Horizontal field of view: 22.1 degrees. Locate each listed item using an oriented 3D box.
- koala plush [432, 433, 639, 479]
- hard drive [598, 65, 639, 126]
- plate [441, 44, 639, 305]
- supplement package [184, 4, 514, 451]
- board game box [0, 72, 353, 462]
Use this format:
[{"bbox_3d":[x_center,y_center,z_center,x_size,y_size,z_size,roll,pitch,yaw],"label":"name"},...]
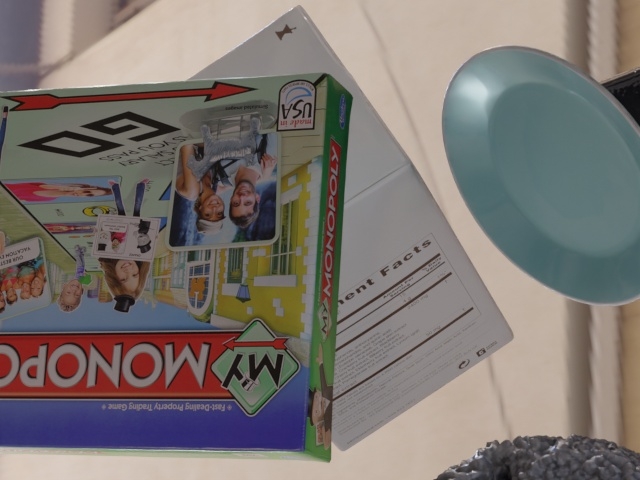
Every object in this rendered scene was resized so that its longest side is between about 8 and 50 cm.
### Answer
[{"bbox_3d":[0.108,0.211,0.687,0.203,0.221,0.196,-27,-57,6],"label":"koala plush"},{"bbox_3d":[0.369,-0.065,1.692,0.172,0.054,0.254,-20,-98,-4],"label":"hard drive"},{"bbox_3d":[0.154,-0.043,1.045,0.024,0.188,0.188,-35,-81,-30],"label":"plate"},{"bbox_3d":[0.000,0.000,1.244,0.175,0.293,0.177,-33,-125,2],"label":"supplement package"},{"bbox_3d":[-0.142,0.018,0.949,0.046,0.317,0.213,36,-125,-65],"label":"board game box"}]
